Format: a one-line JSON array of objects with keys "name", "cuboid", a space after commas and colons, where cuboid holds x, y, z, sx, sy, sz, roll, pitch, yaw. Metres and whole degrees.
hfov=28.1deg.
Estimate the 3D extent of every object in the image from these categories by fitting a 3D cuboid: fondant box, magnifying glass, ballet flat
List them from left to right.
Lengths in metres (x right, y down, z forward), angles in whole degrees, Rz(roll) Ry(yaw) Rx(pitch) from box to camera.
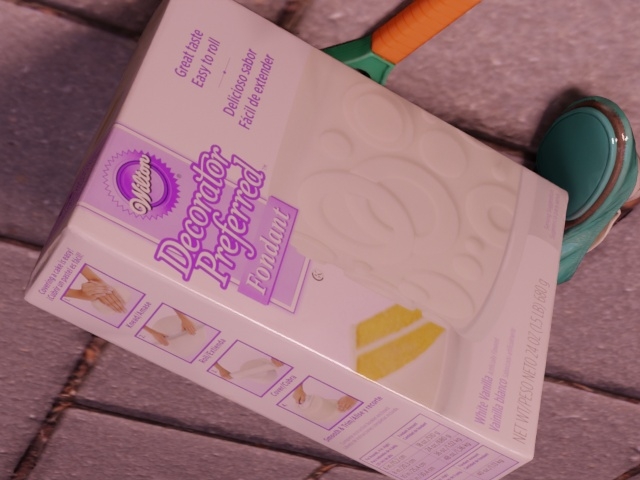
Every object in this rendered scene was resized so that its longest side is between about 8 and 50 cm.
[{"name": "fondant box", "cuboid": [0.000, 0.000, 0.869, 0.330, 0.238, 0.096, 27, 140, -14]}, {"name": "magnifying glass", "cuboid": [0.031, -0.125, 0.925, 0.092, 0.026, 0.231, 25, 142, -28]}, {"name": "ballet flat", "cuboid": [0.205, -0.038, 1.011, 0.087, 0.083, 0.247, -12, 154, -22]}]
